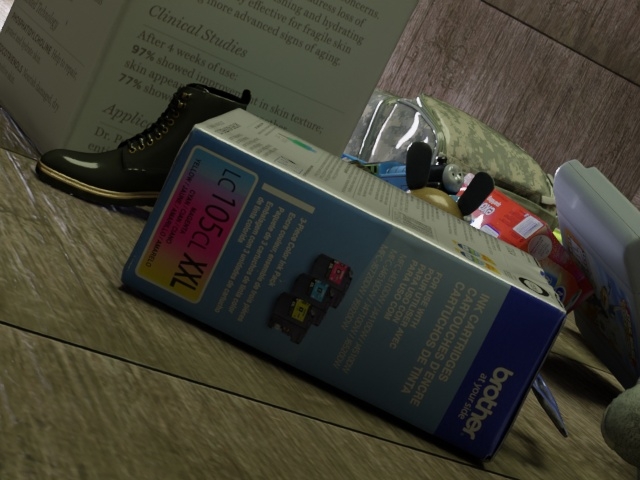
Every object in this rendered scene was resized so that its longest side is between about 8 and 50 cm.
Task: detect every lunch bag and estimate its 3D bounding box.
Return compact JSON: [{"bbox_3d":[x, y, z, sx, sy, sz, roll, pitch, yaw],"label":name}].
[{"bbox_3d":[0.195,-0.095,1.938,0.305,0.212,0.256,21,3,-36],"label":"lunch bag"}]

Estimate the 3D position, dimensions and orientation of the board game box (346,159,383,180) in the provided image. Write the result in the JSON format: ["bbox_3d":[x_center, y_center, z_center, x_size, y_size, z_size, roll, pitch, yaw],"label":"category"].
[{"bbox_3d":[-0.028,-0.035,1.316,0.186,0.026,0.126,-17,21,-10],"label":"board game box"}]

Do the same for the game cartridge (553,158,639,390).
[{"bbox_3d":[0.363,0.066,1.513,0.198,0.062,0.297,-115,-175,-51],"label":"game cartridge"}]

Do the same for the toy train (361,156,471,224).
[{"bbox_3d":[0.108,-0.050,1.568,0.184,0.105,0.080,-1,2,40],"label":"toy train"}]

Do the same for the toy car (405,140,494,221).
[{"bbox_3d":[0.109,-0.005,1.364,0.155,0.188,0.149,27,9,7],"label":"toy car"}]

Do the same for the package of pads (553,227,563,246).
[{"bbox_3d":[0.463,0.049,2.282,0.296,0.101,0.229,26,8,9],"label":"package of pads"}]

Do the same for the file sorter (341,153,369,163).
[{"bbox_3d":[0.038,-0.061,1.706,0.170,0.104,0.118,18,7,-39],"label":"file sorter"}]

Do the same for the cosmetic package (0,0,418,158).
[{"bbox_3d":[-0.137,-0.260,1.457,0.329,0.393,0.327,21,11,-34],"label":"cosmetic package"}]

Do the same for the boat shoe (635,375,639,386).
[{"bbox_3d":[0.481,0.144,1.448,0.367,0.156,0.136,1,5,-41],"label":"boat shoe"}]

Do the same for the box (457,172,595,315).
[{"bbox_3d":[0.221,0.024,1.599,0.122,0.128,0.257,51,-1,-23],"label":"box"}]

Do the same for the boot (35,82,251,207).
[{"bbox_3d":[-0.174,-0.105,1.245,0.198,0.137,0.077,7,21,-28],"label":"boot"}]

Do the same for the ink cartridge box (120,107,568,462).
[{"bbox_3d":[0.054,0.038,1.101,0.395,0.151,0.270,25,10,0],"label":"ink cartridge box"}]

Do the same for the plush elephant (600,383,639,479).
[{"bbox_3d":[0.408,0.147,1.166,0.330,0.272,0.255,54,10,-30],"label":"plush elephant"}]
